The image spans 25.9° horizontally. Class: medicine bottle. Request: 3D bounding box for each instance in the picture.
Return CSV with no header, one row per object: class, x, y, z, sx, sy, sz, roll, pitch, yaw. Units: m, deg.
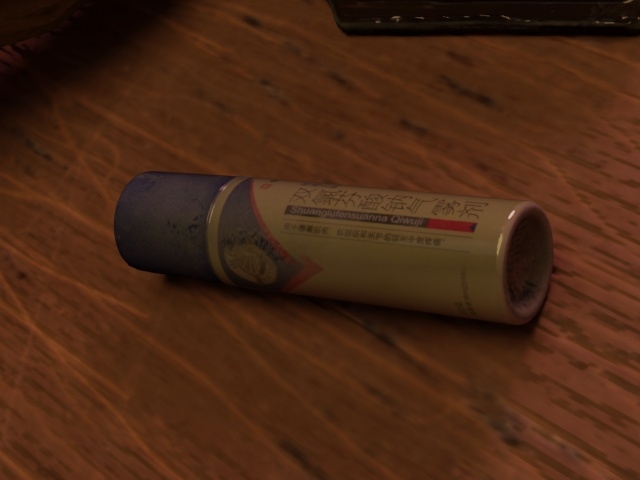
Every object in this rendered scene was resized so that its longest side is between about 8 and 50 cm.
medicine bottle,0.000,0.000,0.699,0.230,0.059,0.059,6,62,33

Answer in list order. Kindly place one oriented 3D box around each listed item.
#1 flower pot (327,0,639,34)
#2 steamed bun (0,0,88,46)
flower pot,0.102,-0.208,0.770,0.250,0.084,0.179,6,61,34
steamed bun,-0.279,-0.209,0.904,0.428,0.189,0.247,-27,81,-13
